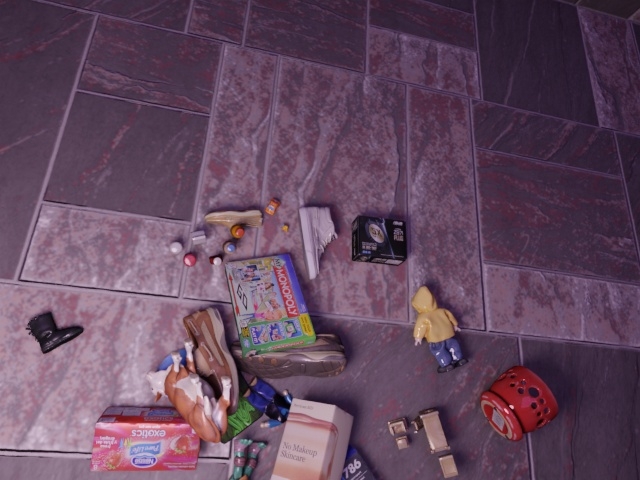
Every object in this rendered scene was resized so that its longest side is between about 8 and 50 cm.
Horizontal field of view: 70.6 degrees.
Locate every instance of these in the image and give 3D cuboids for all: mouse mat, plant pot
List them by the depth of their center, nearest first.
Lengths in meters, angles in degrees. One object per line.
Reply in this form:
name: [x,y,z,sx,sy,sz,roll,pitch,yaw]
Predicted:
mouse mat: [-0.267,0.462,1.304,0.152,0.007,0.190,-27,82,-39]
plant pot: [0.623,0.524,1.449,0.174,0.191,0.191,-26,79,-14]

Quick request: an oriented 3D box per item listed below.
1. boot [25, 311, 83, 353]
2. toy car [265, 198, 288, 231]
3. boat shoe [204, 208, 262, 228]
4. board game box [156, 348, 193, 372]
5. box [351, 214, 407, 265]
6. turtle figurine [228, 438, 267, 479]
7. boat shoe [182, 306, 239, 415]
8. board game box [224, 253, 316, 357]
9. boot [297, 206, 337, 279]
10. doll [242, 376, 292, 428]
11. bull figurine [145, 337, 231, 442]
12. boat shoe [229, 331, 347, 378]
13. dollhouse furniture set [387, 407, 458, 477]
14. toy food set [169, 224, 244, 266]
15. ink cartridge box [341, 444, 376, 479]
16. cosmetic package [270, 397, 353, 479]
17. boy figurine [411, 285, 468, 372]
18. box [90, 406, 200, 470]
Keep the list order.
boot: [-0.743,0.246,1.261,0.121,0.045,0.099,-30,77,-22]
toy car: [-0.136,-0.093,1.545,0.122,0.040,0.060,46,66,5]
boat shoe: [-0.283,-0.062,1.486,0.189,0.068,0.072,-5,88,-15]
board game box: [-0.389,0.400,1.305,0.168,0.033,0.133,34,62,-8]
box: [0.205,0.001,1.582,0.180,0.077,0.148,7,68,-12]
turtle figurine: [-0.203,0.661,1.201,0.118,0.175,0.234,-2,60,9]
boat shoe: [-0.315,0.343,1.274,0.116,0.123,0.325,-7,52,-28]
board game box: [-0.160,0.186,1.372,0.213,0.046,0.317,-8,50,-17]
boot: [0.000,0.000,1.517,0.123,0.095,0.259,-5,71,-9]
doll: [-0.141,0.490,1.330,0.189,0.046,0.129,38,56,-6]
bull figurine: [-0.335,0.375,1.149,0.310,0.189,0.101,25,26,35]
boat shoe: [-0.098,0.335,1.372,0.355,0.132,0.130,6,44,-8]
dollhouse furniture set: [0.311,0.633,1.394,0.160,0.101,0.182,-17,75,5]
toy food set: [-0.344,0.022,1.395,0.232,0.104,0.111,-12,97,-16]
ink cartridge box: [0.089,0.735,1.295,0.165,0.065,0.333,-32,81,-22]
cosmetic package: [-0.028,0.603,1.228,0.153,0.129,0.296,-5,55,31]
boy figurine: [0.380,0.296,1.516,0.177,0.092,0.285,-19,76,-20]
box: [-0.445,0.516,1.182,0.256,0.128,0.123,6,87,-13]
